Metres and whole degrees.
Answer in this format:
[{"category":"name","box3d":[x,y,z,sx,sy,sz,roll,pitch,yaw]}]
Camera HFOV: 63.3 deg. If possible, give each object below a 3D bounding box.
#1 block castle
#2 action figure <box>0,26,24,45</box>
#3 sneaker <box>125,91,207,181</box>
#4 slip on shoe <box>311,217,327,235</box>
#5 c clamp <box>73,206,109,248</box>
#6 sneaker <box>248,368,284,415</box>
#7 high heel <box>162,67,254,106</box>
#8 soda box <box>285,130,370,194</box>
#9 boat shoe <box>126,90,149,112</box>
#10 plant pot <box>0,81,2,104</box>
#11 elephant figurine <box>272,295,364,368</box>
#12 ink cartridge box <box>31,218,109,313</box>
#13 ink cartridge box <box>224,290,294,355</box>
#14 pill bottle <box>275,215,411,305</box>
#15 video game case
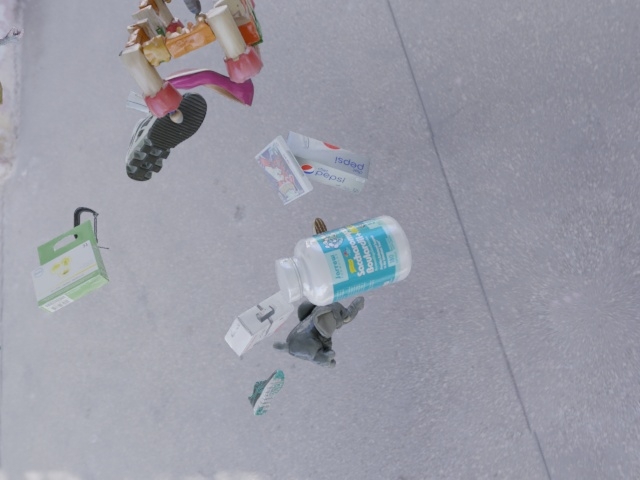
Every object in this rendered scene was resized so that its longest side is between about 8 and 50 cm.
[{"category":"block castle","box3d":[-0.304,-0.516,1.320,0.303,0.213,0.453,-20,44,9]},{"category":"action figure","box3d":[-0.870,-0.568,1.202,0.370,0.275,0.248,50,150,42]},{"category":"sneaker","box3d":[-0.455,-0.326,1.473,0.330,0.122,0.146,-37,55,24]},{"category":"slip on shoe","box3d":[0.000,0.000,1.540,0.041,0.051,0.135,-15,99,48]},{"category":"c clamp","box3d":[-0.862,-0.047,1.951,0.137,0.022,0.161,1,101,7]},{"category":"sneaker","box3d":[-0.170,0.445,1.565,0.076,0.065,0.166,43,109,38]},{"category":"high heel","box3d":[-0.417,-0.571,1.986,0.127,0.377,0.181,30,132,49]},{"category":"soda box","box3d":[0.013,-0.252,1.692,0.286,0.091,0.098,18,57,-9]},{"category":"boat shoe","box3d":[-0.679,-0.551,2.142,0.083,0.226,0.076,23,99,58]},{"category":"plant pot","box3d":[-0.795,-0.352,1.218,0.081,0.083,0.082,-7,79,7]},{"category":"elephant figurine","box3d":[0.003,0.243,1.543,0.169,0.186,0.239,15,78,24]},{"category":"ink cartridge box","box3d":[-0.667,0.053,1.363,0.171,0.056,0.235,-29,59,-5]},{"category":"ink cartridge box","box3d":[-0.216,0.294,1.847,0.092,0.218,0.158,48,135,16]},{"category":"pill bottle","box3d":[0.044,0.047,1.078,0.264,0.146,0.146,-17,71,-17]},{"category":"video game case","box3d":[-0.116,-0.210,1.596,0.183,0.023,0.201,58,155,-7]}]
